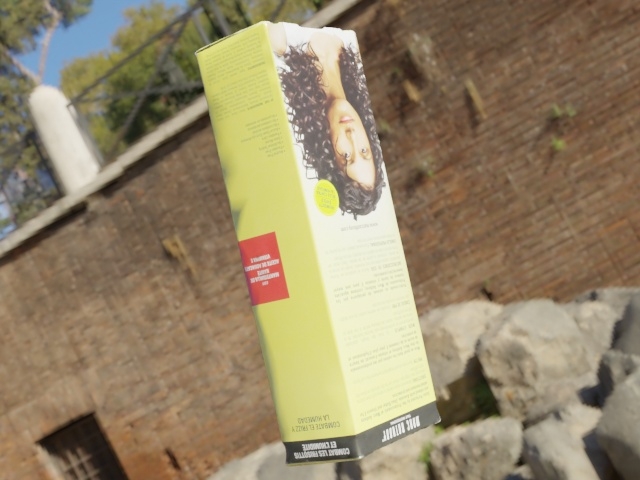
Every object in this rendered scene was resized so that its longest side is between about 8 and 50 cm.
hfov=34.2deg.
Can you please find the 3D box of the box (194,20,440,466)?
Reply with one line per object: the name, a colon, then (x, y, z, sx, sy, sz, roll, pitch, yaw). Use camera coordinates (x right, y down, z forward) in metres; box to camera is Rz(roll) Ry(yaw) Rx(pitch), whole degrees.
box: (0.000, 0.000, 0.577, 0.058, 0.232, 0.087, -13, -1, 38)
